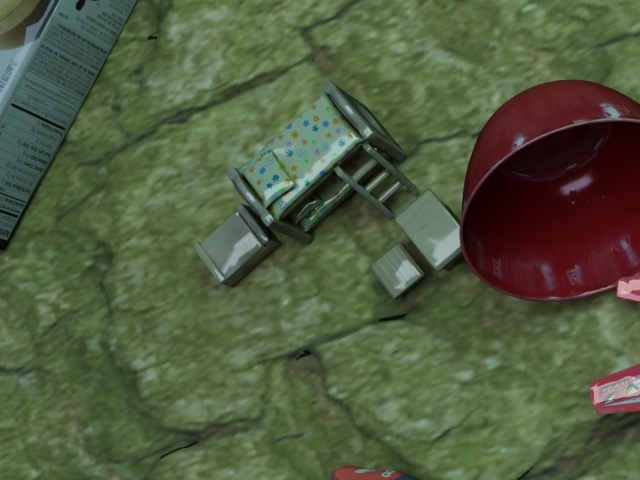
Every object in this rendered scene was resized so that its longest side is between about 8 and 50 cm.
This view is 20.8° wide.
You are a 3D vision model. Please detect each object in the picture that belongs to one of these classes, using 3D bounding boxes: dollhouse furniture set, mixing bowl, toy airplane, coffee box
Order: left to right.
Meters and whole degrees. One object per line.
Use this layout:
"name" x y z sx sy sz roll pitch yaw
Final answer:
"coffee box" -0.290 -0.163 1.490 0.168 0.119 0.297 29 91 21
"dollhouse furniture set" 0.000 0.000 1.362 0.182 0.101 0.161 -42 69 9
"mixing bowl" 0.180 -0.051 1.285 0.181 0.181 0.098 -29 43 14
"toy airplane" 0.262 0.078 1.285 0.151 0.028 0.151 0 82 3

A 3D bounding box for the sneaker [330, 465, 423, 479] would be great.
"sneaker" -0.006 0.330 1.304 0.148 0.131 0.350 26 85 29
